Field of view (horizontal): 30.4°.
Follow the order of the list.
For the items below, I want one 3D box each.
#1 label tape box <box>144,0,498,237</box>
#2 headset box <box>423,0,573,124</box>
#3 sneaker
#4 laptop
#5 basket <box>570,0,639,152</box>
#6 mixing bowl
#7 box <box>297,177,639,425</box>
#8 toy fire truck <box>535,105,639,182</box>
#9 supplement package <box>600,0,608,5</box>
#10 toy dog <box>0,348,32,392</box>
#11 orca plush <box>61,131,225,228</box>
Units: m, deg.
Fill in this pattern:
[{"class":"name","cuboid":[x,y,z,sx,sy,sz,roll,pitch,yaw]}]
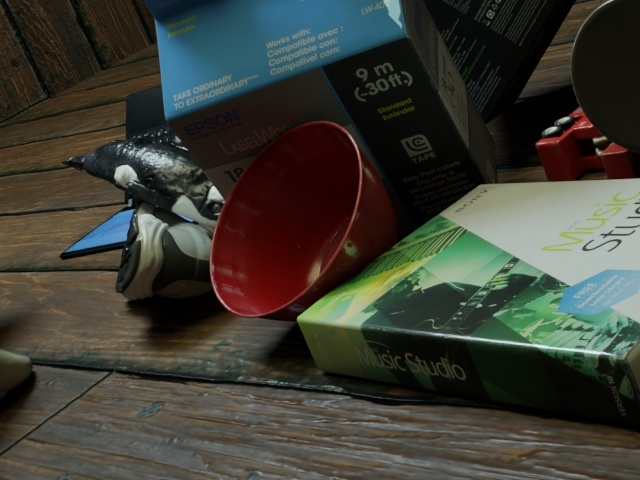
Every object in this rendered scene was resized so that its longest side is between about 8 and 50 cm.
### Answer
[{"class":"label tape box","cuboid":[-0.008,-0.136,1.073,0.240,0.334,0.106,-16,43,21]},{"class":"headset box","cuboid":[0.202,-0.270,1.272,0.246,0.131,0.283,-61,-9,20]},{"class":"sneaker","cuboid":[-0.157,0.020,1.246,0.108,0.100,0.271,12,4,-11]},{"class":"laptop","cuboid":[-0.226,-0.110,1.598,0.234,0.264,0.136,-9,-14,36]},{"class":"basket","cuboid":[0.318,-0.164,0.974,0.227,0.154,0.204,-28,-19,-41]},{"class":"mixing bowl","cuboid":[0.000,0.000,1.018,0.181,0.098,0.181,-29,46,35]},{"class":"box","cuboid":[0.164,0.029,0.851,0.232,0.058,0.322,-35,19,-32]},{"class":"toy fire truck","cuboid":[0.276,-0.095,1.084,0.135,0.047,0.192,-4,25,45]},{"class":"supplement package","cuboid":[0.439,-0.257,1.130,0.293,0.178,0.175,-10,23,36]},{"class":"toy dog","cuboid":[-0.477,-0.003,1.238,0.395,0.285,0.408,17,9,-15]},{"class":"orca plush","cuboid":[-0.156,-0.086,1.294,0.287,0.151,0.102,22,91,52]}]
